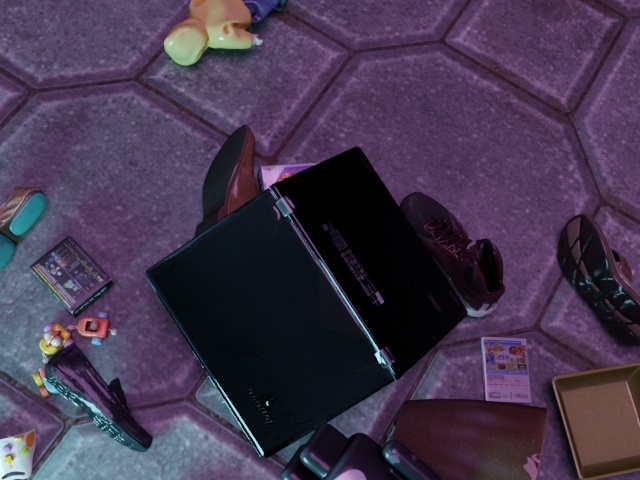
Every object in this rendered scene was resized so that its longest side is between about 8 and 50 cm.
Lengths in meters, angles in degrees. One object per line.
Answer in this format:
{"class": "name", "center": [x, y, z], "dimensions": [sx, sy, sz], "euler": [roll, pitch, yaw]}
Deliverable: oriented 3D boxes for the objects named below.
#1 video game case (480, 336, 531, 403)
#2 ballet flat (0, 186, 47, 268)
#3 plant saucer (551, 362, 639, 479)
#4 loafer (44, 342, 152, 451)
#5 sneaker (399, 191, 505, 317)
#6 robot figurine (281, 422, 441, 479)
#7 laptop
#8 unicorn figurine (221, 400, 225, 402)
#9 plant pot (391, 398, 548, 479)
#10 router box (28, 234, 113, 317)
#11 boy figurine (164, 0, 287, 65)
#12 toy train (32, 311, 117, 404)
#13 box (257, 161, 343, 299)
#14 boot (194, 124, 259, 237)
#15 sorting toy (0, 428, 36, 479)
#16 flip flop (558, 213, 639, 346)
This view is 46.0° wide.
{"class": "video game case", "center": [0.347, 0.242, 1.414], "dimensions": [0.087, 0.011, 0.121], "euler": [3, 69, -5]}
{"class": "ballet flat", "center": [-0.582, -0.014, 1.376], "dimensions": [0.067, 0.073, 0.206], "euler": [18, 62, 30]}
{"class": "plant saucer", "center": [0.526, 0.332, 1.384], "dimensions": [0.189, 0.045, 0.188], "euler": [-7, 70, -10]}
{"class": "loafer", "center": [-0.361, 0.265, 1.270], "dimensions": [0.223, 0.076, 0.078], "euler": [44, 56, -5]}
{"class": "sneaker", "center": [0.262, 0.000, 1.415], "dimensions": [0.106, 0.162, 0.281], "euler": [-31, 76, -17]}
{"class": "robot figurine", "center": [0.076, 0.422, 1.209], "dimensions": [0.278, 0.209, 0.173], "euler": [39, 66, 5]}
{"class": "laptop", "center": [-0.011, 0.094, 1.345], "dimensions": [0.408, 0.236, 0.381], "euler": [-31, 87, -47]}
{"class": "unicorn figurine", "center": [-0.076, 0.264, 1.325], "dimensions": [0.162, 0.060, 0.111], "euler": [26, 64, 6]}
{"class": "plant pot", "center": [0.240, 0.353, 1.270], "dimensions": [0.231, 0.215, 0.215], "euler": [15, 67, 14]}
{"class": "router box", "center": [-0.450, 0.065, 1.367], "dimensions": [0.122, 0.038, 0.092], "euler": [44, 70, 11]}
{"class": "boy figurine", "center": [-0.198, -0.458, 1.576], "dimensions": [0.285, 0.092, 0.177], "euler": [-42, 79, -19]}
{"class": "toy train", "center": [-0.432, 0.196, 1.314], "dimensions": [0.125, 0.046, 0.166], "euler": [11, 68, -3]}
{"class": "box", "center": [0.000, 0.000, 1.408], "dimensions": [0.201, 0.057, 0.293], "euler": [-5, 79, -14]}
{"class": "boot", "center": [-0.157, -0.079, 1.447], "dimensions": [0.115, 0.112, 0.305], "euler": [25, 59, -30]}
{"class": "sorting toy", "center": [-0.512, 0.360, 1.249], "dimensions": [0.083, 0.045, 0.075], "euler": [-11, 90, -11]}
{"class": "flip flop", "center": [0.564, 0.074, 1.466], "dimensions": [0.080, 0.112, 0.277], "euler": [-16, 67, -40]}
